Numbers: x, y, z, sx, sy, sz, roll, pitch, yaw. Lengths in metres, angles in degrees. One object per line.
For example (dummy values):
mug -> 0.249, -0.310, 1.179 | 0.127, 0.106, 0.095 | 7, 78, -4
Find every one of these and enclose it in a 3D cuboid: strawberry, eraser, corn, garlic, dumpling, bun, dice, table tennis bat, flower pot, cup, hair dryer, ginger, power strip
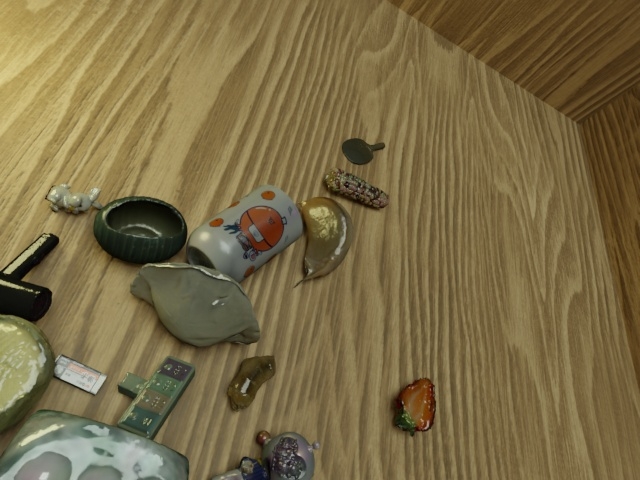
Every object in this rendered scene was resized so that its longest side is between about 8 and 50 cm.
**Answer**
strawberry -> 0.302, 0.541, 1.408 | 0.141, 0.085, 0.192 | 13, 54, -15
eraser -> -0.589, 0.326, 1.052 | 0.122, 0.029, 0.052 | 31, 54, -11
corn -> 0.146, -0.204, 1.719 | 0.281, 0.092, 0.092 | 20, 56, -24
garlic -> 0.014, 0.011, 1.521 | 0.197, 0.151, 0.338 | 1, 69, 1
dumpling -> -0.313, 0.167, 1.148 | 0.341, 0.260, 0.181 | 43, 44, 8
bun -> -0.710, 0.286, 0.928 | 0.260, 0.152, 0.259 | 7, 60, -12
dice -> -0.466, 0.531, 0.814 | 0.328, 0.348, 0.330 | 28, 56, -16
table tennis bat -> 0.193, -0.396, 1.891 | 0.235, 0.022, 0.131 | -19, 74, -33
flower pot -> -0.498, -0.028, 1.213 | 0.243, 0.157, 0.189 | 7, 61, -26
cup -> -0.236, -0.006, 1.319 | 0.212, 0.212, 0.317 | 49, 54, 2
hair dryer -> -0.731, 0.069, 1.065 | 0.197, 0.089, 0.251 | 17, 44, -4
ginger -> -0.191, 0.388, 1.220 | 0.095, 0.069, 0.190 | 56, 48, -21
power strip -> -0.427, 0.382, 1.080 | 0.145, 0.061, 0.215 | 22, 38, 6

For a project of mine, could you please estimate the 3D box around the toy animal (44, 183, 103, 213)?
toy animal -> -0.683, -0.110, 1.207 | 0.125, 0.071, 0.085 | 15, 42, -13

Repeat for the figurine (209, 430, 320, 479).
figurine -> -0.143, 0.584, 1.114 | 0.275, 0.133, 0.193 | 5, 50, -13
